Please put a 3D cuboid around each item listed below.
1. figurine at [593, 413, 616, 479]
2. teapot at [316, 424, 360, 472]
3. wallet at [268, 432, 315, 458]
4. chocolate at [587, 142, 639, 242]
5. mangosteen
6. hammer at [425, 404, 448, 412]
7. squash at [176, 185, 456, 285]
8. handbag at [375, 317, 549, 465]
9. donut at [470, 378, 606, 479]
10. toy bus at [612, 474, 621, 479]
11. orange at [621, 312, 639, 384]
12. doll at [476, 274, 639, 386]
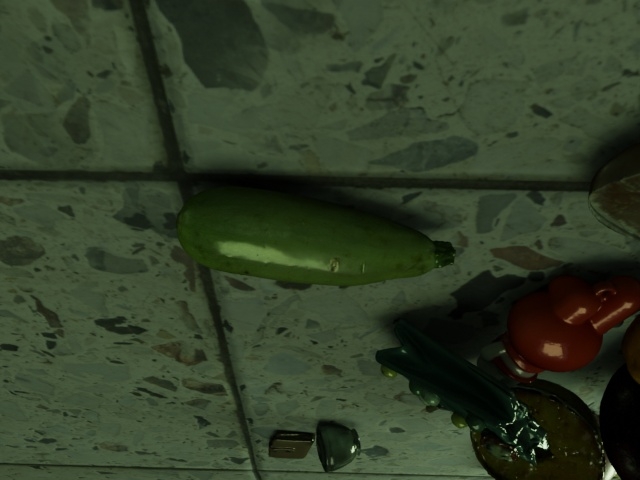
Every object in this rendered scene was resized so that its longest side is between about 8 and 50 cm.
[{"bbox_3d":[0.609,0.502,1.419,0.173,0.173,0.173,1,144,1],"label":"figurine"},{"bbox_3d":[0.046,0.521,1.514,0.108,0.111,0.149,-7,140,-11],"label":"teapot"},{"bbox_3d":[-0.081,0.551,1.618,0.117,0.039,0.153,5,145,-8],"label":"wallet"},{"bbox_3d":[0.446,-0.053,0.730,0.253,0.080,0.157,25,153,-26],"label":"chocolate"},{"bbox_3d":[0.660,0.338,1.043,0.306,0.307,0.347,8,177,-9],"label":"mangosteen"},{"bbox_3d":[0.296,0.391,1.402,0.110,0.019,0.035,17,142,-28],"label":"hammer"},{"bbox_3d":[-0.003,0.003,0.800,0.370,0.118,0.118,8,144,-15],"label":"squash"},{"bbox_3d":[0.237,0.272,1.044,0.274,0.100,0.269,32,169,41],"label":"handbag"},{"bbox_3d":[0.445,0.397,1.237,0.272,0.272,0.107,-34,172,39],"label":"donut"},{"bbox_3d":[0.871,0.590,1.578,0.342,0.097,0.138,13,145,-14],"label":"toy bus"},{"bbox_3d":[0.581,0.150,0.875,0.248,0.183,0.249,-22,145,-17],"label":"orange"},{"bbox_3d":[0.373,0.143,0.962,0.160,0.130,0.290,21,131,-21],"label":"doll"}]
